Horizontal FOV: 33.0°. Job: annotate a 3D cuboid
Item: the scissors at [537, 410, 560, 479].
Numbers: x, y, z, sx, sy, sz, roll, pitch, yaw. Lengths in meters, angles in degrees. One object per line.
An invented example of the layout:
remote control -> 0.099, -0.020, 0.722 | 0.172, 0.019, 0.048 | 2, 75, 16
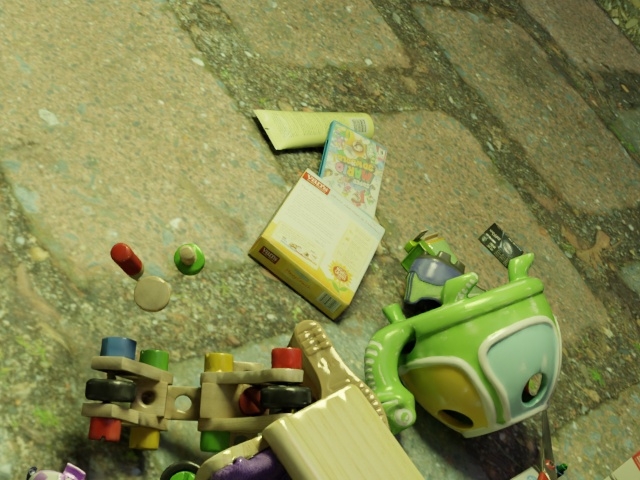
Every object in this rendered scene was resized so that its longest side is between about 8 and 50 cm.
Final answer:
scissors -> 0.349, 0.357, 1.613 | 0.109, 0.021, 0.297 | 33, 34, 1

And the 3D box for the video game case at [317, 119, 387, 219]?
video game case -> 0.055, -0.120, 1.898 | 0.119, 0.015, 0.166 | 27, 56, -22

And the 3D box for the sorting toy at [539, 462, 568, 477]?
sorting toy -> 0.372, 0.377, 1.683 | 0.102, 0.042, 0.061 | 30, 36, -17

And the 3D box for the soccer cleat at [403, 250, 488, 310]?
soccer cleat -> 0.252, 0.126, 1.825 | 0.289, 0.093, 0.121 | 33, 72, -27

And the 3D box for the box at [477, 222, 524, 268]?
box -> 0.350, 0.009, 2.089 | 0.083, 0.018, 0.067 | 47, 34, 7

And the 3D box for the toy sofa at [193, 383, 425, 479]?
toy sofa -> -0.059, 0.307, 1.044 | 0.177, 0.362, 0.150 | -21, 67, -41

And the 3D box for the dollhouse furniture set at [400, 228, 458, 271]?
dollhouse furniture set -> 0.204, 0.016, 1.901 | 0.151, 0.058, 0.076 | -16, 64, -51

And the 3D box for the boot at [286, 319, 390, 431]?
boot -> 0.022, 0.238, 1.354 | 0.090, 0.207, 0.248 | -16, 57, -11

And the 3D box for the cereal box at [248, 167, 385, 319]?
cereal box -> 0.000, 0.000, 1.727 | 0.173, 0.047, 0.240 | 39, 34, -5

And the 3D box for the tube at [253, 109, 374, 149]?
tube -> -0.009, -0.200, 1.940 | 0.240, 0.062, 0.070 | -6, 15, -43

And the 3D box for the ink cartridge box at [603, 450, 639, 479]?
ink cartridge box -> 0.514, 0.387, 1.731 | 0.099, 0.135, 0.056 | 6, 45, -42

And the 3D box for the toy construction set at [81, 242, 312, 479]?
toy construction set -> -0.155, 0.158, 1.287 | 0.237, 0.257, 0.309 | 99, -32, -79

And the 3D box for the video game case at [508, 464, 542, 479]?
video game case -> 0.316, 0.467, 1.504 | 0.248, 0.035, 0.275 | -14, 58, -47

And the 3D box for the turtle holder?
turtle holder -> 0.221, 0.170, 1.591 | 0.320, 0.243, 0.227 | -11, 79, -58

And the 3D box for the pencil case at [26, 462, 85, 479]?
pencil case -> -0.285, 0.317, 1.057 | 0.086, 0.088, 0.206 | 32, 36, -11
